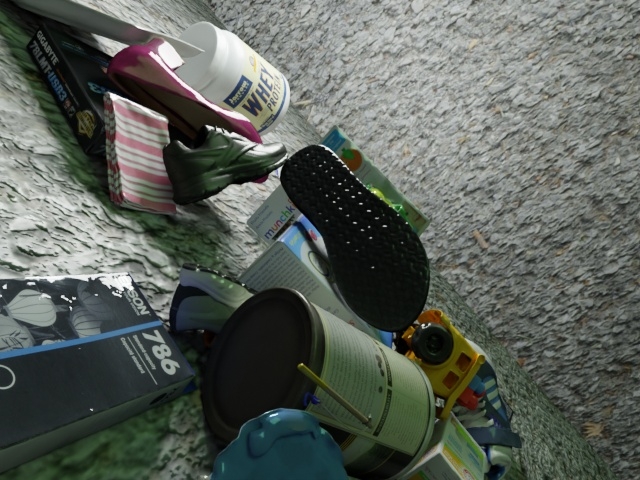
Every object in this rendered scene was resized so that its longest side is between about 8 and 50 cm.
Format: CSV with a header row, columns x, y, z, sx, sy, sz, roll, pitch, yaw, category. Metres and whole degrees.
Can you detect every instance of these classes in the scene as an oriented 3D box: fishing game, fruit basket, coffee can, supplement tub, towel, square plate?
x,y,z,sx,sy,sz,roll,pitch,yaw,category
-0.047,0.267,0.523,0.189,0.041,0.264,41,59,-28,fishing game
0.057,-0.043,1.242,0.353,0.327,0.165,45,-7,-19,fruit basket
0.006,0.211,0.721,0.275,0.201,0.202,35,21,-38,coffee can
-0.270,-0.475,1.542,0.324,0.235,0.235,23,29,-54,supplement tub
-0.310,-0.148,0.899,0.144,0.029,0.197,10,71,-65,towel
-0.482,-0.484,1.146,0.347,0.049,0.344,21,15,6,square plate

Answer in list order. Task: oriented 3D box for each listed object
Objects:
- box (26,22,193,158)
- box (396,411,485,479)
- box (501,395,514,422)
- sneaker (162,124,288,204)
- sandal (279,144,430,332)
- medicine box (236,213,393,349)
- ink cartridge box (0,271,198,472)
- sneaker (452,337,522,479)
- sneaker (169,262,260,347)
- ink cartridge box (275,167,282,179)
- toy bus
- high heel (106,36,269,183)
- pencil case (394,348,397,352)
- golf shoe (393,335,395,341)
x,y,z,sx,sy,sz,roll,pitch,yaw,category
-0.394,-0.264,1.038,0.293,0.073,0.295,54,18,21,box
0.234,0.430,0.973,0.114,0.103,0.203,51,16,12,box
0.422,0.426,1.466,0.261,0.103,0.184,54,15,18,box
-0.175,-0.166,0.993,0.286,0.109,0.130,-28,98,-47,sneaker
0.070,-0.016,0.976,0.446,0.167,0.107,60,3,35,sandal
-0.001,0.115,1.021,0.289,0.149,0.263,46,16,-4,medicine box
-0.251,0.115,0.541,0.165,0.065,0.332,51,16,14,ink cartridge box
0.360,0.408,1.196,0.323,0.130,0.236,57,28,-24,sneaker
-0.118,0.125,0.796,0.271,0.108,0.100,30,-12,-40,sneaker
-0.004,-0.092,1.403,0.371,0.069,0.176,38,20,-29,ink cartridge box
0.224,0.281,1.023,0.211,0.220,0.149,42,-14,-2,toy bus
-0.260,-0.229,1.045,0.377,0.127,0.181,45,36,-18,high heel
0.203,0.302,1.206,0.104,0.104,0.236,52,18,15,pencil case
0.150,0.240,1.250,0.094,0.077,0.198,43,18,-16,golf shoe
